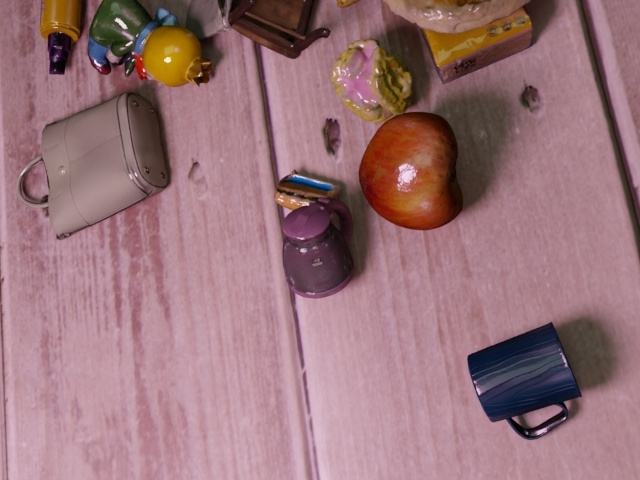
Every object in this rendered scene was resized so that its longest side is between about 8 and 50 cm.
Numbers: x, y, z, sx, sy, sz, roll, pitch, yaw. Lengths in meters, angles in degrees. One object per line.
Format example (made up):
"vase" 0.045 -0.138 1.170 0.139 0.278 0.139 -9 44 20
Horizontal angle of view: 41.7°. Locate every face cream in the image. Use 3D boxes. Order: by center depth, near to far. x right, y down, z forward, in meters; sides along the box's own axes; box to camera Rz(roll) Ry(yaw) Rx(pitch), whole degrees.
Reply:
"face cream" -0.517 -0.457 1.674 0.078 0.078 0.273 -5 76 16

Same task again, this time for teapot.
"teapot" 0.003 0.006 1.359 0.148 0.146 0.116 -26 43 -12

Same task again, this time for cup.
"cup" 0.304 0.214 1.239 0.138 0.113 0.150 -22 70 13

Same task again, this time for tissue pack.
"tissue pack" 0.257 -0.355 1.404 0.169 0.082 0.120 -21 69 11

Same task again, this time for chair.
"chair" -0.106 -0.426 1.514 0.186 0.319 0.160 15 83 -24

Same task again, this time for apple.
"apple" 0.147 -0.104 1.319 0.160 0.195 0.173 -30 39 -19

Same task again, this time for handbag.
"handbag" -0.441 -0.136 1.589 0.315 0.109 0.241 -20 70 26

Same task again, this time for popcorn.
"popcorn" 0.089 -0.267 1.418 0.145 0.126 0.126 29 102 -6

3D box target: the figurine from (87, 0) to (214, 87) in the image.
"figurine" -0.317 -0.344 1.572 0.234 0.185 0.127 30 43 -8

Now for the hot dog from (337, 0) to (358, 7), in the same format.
"hot dog" 0.082 -0.542 1.497 0.123 0.093 0.262 13 80 15

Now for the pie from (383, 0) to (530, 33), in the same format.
"pie" 0.236 -0.476 1.379 0.339 0.077 0.339 -5 58 8

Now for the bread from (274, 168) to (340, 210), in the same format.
"bread" -0.025 -0.075 1.438 0.106 0.053 0.072 15 39 18
